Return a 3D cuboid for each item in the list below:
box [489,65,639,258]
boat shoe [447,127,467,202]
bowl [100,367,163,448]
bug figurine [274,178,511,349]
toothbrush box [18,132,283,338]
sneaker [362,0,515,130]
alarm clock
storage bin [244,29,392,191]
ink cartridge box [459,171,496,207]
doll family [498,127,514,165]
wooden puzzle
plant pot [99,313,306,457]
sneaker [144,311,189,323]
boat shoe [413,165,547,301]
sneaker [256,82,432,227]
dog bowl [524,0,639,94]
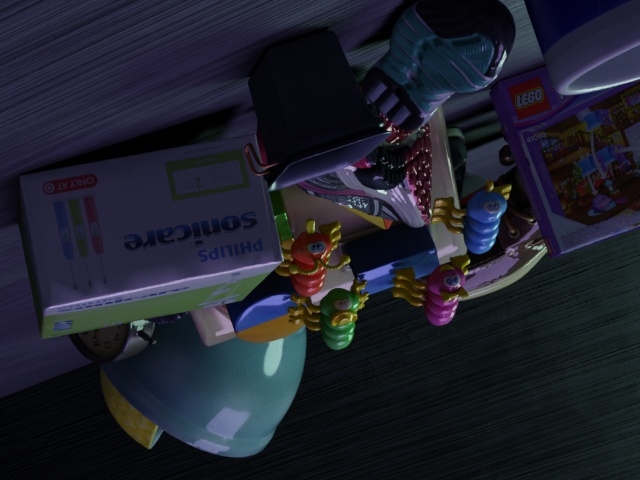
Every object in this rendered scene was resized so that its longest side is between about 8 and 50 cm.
[{"bbox_3d":[0.357,-0.122,2.004,0.293,0.201,0.057,-19,175,-8],"label":"box"},{"bbox_3d":[0.119,-0.073,2.202,0.116,0.099,0.319,-24,176,15],"label":"boat shoe"},{"bbox_3d":[-0.257,0.153,2.759,0.289,0.156,0.289,-61,178,-3],"label":"bowl"},{"bbox_3d":[0.077,0.031,1.910,0.279,0.072,0.216,-14,144,-12],"label":"bug figurine"},{"bbox_3d":[-0.162,0.002,1.646,0.206,0.122,0.283,-11,175,-10],"label":"toothbrush box"},{"bbox_3d":[0.106,-0.162,1.408,0.098,0.083,0.223,-45,-174,-21],"label":"sneaker"},{"bbox_3d":[-0.280,0.091,2.312,0.192,0.129,0.064,-13,-177,40],"label":"alarm clock"},{"bbox_3d":[-0.016,-0.098,1.385,0.098,0.091,0.135,-19,175,-13],"label":"storage bin"},{"bbox_3d":[0.156,-0.061,2.462,0.385,0.091,0.308,-24,180,23],"label":"ink cartridge box"},{"bbox_3d":[0.271,-0.147,2.163,0.193,0.076,0.111,-20,172,-40],"label":"doll family"},{"bbox_3d":[0.000,0.000,1.952,0.322,0.080,0.348,-20,150,-2],"label":"wooden puzzle"},{"bbox_3d":[-0.133,0.117,2.421,0.196,0.293,0.293,-52,162,22],"label":"plant pot"},{"bbox_3d":[-0.086,-0.025,2.095,0.319,0.112,0.131,-25,-158,9],"label":"sneaker"},{"bbox_3d":[0.245,-0.047,2.166,0.342,0.123,0.123,-26,146,2],"label":"boat shoe"},{"bbox_3d":[0.035,-0.084,1.692,0.112,0.121,0.299,-5,168,18],"label":"sneaker"},{"bbox_3d":[0.280,-0.201,1.331,0.265,0.104,0.265,-19,175,-2],"label":"dog bowl"}]
